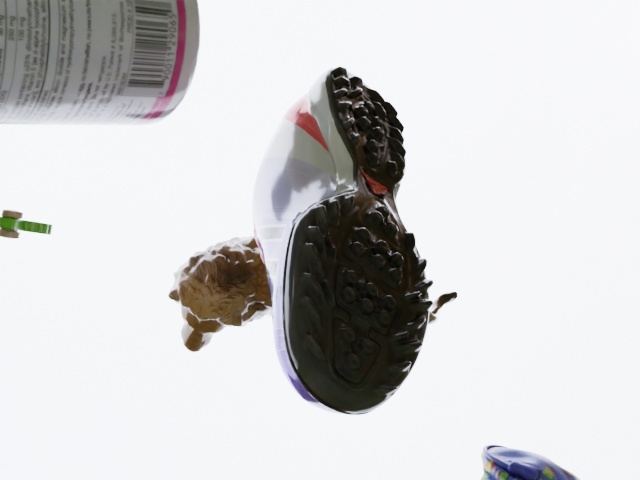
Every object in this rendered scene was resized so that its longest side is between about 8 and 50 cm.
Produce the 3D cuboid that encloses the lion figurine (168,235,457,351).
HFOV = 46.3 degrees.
[{"bbox_3d":[0.010,0.068,0.963,0.393,0.240,0.142,2,-90,-4],"label":"lion figurine"}]

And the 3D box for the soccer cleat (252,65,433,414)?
[{"bbox_3d":[0.000,0.000,0.529,0.109,0.318,0.116,34,-55,-26],"label":"soccer cleat"}]

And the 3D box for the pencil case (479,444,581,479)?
[{"bbox_3d":[0.198,0.389,0.844,0.120,0.133,0.305,17,-95,25],"label":"pencil case"}]

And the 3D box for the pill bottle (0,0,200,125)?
[{"bbox_3d":[-0.248,-0.165,0.552,0.283,0.160,0.160,-7,-84,-41],"label":"pill bottle"}]

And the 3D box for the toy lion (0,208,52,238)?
[{"bbox_3d":[-0.384,-0.021,0.913,0.100,0.096,0.034,8,-92,3],"label":"toy lion"}]
